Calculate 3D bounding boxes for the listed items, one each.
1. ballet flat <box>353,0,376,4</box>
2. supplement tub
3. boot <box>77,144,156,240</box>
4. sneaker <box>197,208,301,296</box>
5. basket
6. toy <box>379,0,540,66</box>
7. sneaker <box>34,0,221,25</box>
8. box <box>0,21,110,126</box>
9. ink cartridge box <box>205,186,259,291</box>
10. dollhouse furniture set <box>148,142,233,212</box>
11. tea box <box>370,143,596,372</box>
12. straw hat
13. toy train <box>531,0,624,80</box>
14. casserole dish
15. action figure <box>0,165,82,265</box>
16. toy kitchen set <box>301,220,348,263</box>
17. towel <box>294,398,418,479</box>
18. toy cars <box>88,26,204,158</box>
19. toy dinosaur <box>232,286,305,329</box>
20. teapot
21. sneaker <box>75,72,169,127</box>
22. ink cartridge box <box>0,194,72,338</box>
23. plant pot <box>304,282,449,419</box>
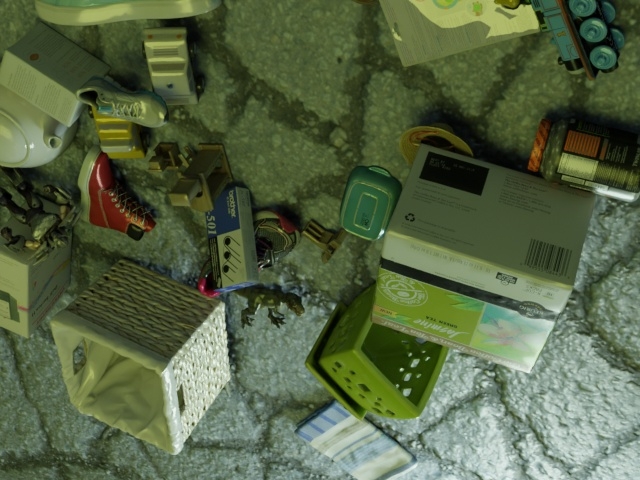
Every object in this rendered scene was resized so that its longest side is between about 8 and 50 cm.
[{"bbox_3d":[-0.038,-0.511,1.517,0.342,0.116,0.124,44,153,-15],"label":"ballet flat"},{"bbox_3d":[0.459,-0.142,1.591,0.190,0.117,0.117,16,133,13],"label":"supplement tub"},{"bbox_3d":[-0.443,-0.101,2.070,0.176,0.088,0.244,22,142,5],"label":"boot"},{"bbox_3d":[-0.155,0.038,2.036,0.121,0.112,0.299,42,132,-13],"label":"sneaker"},{"bbox_3d":[-0.420,0.271,2.228,0.331,0.266,0.328,19,135,20],"label":"basket"},{"bbox_3d":[0.229,-0.383,1.531,0.237,0.056,0.136,-9,121,27],"label":"toy"},{"bbox_3d":[-0.358,-0.481,1.679,0.366,0.135,0.150,-1,121,15],"label":"sneaker"},{"bbox_3d":[-0.536,-0.335,1.873,0.170,0.130,0.091,33,134,-4],"label":"box"},{"bbox_3d":[-0.189,-0.001,1.973,0.097,0.207,0.046,-15,166,34],"label":"ink cartridge box"},{"bbox_3d":[-0.294,-0.110,1.921,0.161,0.182,0.101,3,130,22],"label":"dollhouse furniture set"},{"bbox_3d":[0.289,0.039,1.718,0.329,0.220,0.323,17,147,10],"label":"tea box"},{"bbox_3d":[0.218,-0.181,1.703,0.145,0.061,0.144,14,147,9],"label":"straw hat"},{"bbox_3d":[0.409,-0.340,1.474,0.105,0.080,0.184,-5,129,40],"label":"toy train"},{"bbox_3d":[0.096,-0.068,1.881,0.114,0.037,0.188,21,135,7],"label":"casserole dish"},{"bbox_3d":[-0.653,-0.064,2.088,0.285,0.185,0.099,39,165,27],"label":"action figure"},{"bbox_3d":[0.000,0.000,1.940,0.075,0.068,0.083,36,159,-8],"label":"toy kitchen set"},{"bbox_3d":[0.090,0.534,2.410,0.285,0.034,0.209,39,133,-10],"label":"towel"},{"bbox_3d":[-0.348,-0.265,1.840,0.176,0.087,0.394,25,137,-30],"label":"toy cars"},{"bbox_3d":[-0.143,0.151,2.171,0.268,0.064,0.118,10,129,23],"label":"toy dinosaur"},{"bbox_3d":[-0.659,-0.246,1.970,0.252,0.187,0.256,37,135,-9],"label":"teapot"},{"bbox_3d":[-0.377,-0.252,1.753,0.191,0.083,0.071,20,123,17],"label":"sneaker"},{"bbox_3d":[-0.707,0.088,2.267,0.119,0.207,0.353,24,136,4],"label":"ink cartridge box"},{"bbox_3d":[0.113,0.248,2.023,0.207,0.228,0.227,-23,117,44],"label":"plant pot"}]
